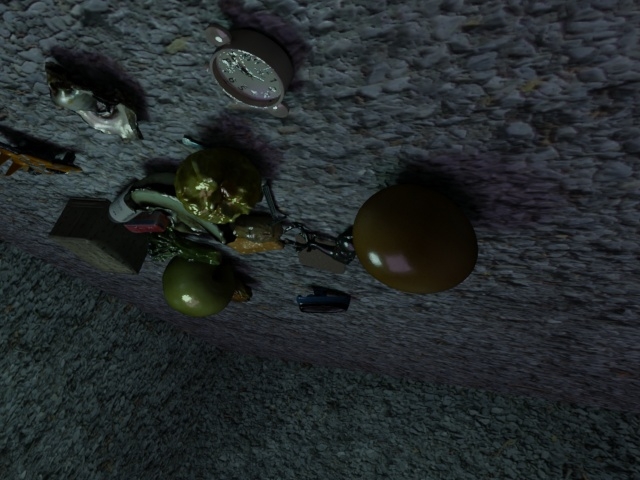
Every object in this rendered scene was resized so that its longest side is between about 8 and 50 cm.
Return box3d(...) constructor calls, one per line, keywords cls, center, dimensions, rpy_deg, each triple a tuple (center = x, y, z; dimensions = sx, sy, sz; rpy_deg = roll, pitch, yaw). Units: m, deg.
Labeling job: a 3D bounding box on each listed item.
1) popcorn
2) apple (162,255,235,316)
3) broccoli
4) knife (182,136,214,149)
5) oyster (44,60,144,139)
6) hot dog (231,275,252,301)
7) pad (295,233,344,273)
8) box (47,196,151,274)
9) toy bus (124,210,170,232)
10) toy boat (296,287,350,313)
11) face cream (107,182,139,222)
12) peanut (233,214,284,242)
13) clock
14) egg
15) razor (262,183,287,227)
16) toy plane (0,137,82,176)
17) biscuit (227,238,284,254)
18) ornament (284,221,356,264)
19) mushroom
box3d(cls="popcorn", center=(-0.253, -0.143, 1.266), dimensions=(0.235, 0.180, 0.217), rpy_deg=(10, 154, -15))
box3d(cls="apple", center=(-0.498, 0.171, 2.010), dimensions=(0.254, 0.291, 0.292), rpy_deg=(-22, 138, 26))
box3d(cls="broccoli", center=(-0.502, 0.036, 1.843), dimensions=(0.304, 0.145, 0.165), rpy_deg=(12, 151, 19))
box3d(cls="knife", center=(-0.315, -0.249, 1.292), dimensions=(0.096, 0.010, 0.027), rpy_deg=(19, 156, -8))
box3d(cls="oyster", center=(-0.532, -0.324, 1.192), dimensions=(0.214, 0.083, 0.223), rpy_deg=(19, 162, 4))
box3d(cls="hot dog", center=(-0.418, 0.206, 2.218), dimensions=(0.259, 0.114, 0.175), rpy_deg=(0, 146, 25))
box3d(cls="pad", center=(0.001, 0.051, 1.727), dimensions=(0.176, 0.002, 0.266), rpy_deg=(14, 156, 8))
box3d(cls="box", center=(-0.853, -0.012, 1.950), dimensions=(0.225, 0.190, 0.297), rpy_deg=(4, 153, 25))
box3d(cls="toy bus", center=(-0.639, -0.070, 1.812), dimensions=(0.192, 0.077, 0.065), rpy_deg=(-1, 147, 33))
box3d(cls="toy boat", center=(0.013, 0.244, 2.026), dimensions=(0.223, 0.097, 0.100), rpy_deg=(0, 152, -1))
box3d(cls="face cream", center=(-0.676, -0.118, 1.720), dimensions=(0.092, 0.092, 0.311), rpy_deg=(32, 153, -29))
box3d(cls="peanut", center=(-0.220, -0.042, 1.584), dimensions=(0.214, 0.099, 0.099), rpy_deg=(13, 156, 25))
box3d(cls="clock", center=(-0.131, -0.325, 0.944), dimensions=(0.156, 0.063, 0.229), rpy_deg=(1, 148, 39))
box3d(cls="egg", center=(0.228, 0.002, 1.165), dimensions=(0.323, 0.250, 0.250), rpy_deg=(22, 156, -23))
box3d(cls="razor", center=(-0.147, -0.109, 1.443), dimensions=(0.068, 0.037, 0.191), rpy_deg=(-26, 149, -7))
box3d(cls="toy plane", center=(-0.876, -0.256, 1.563), dimensions=(0.316, 0.103, 0.204), rpy_deg=(3, 155, 14))
box3d(cls="biscuit", center=(-0.257, 0.001, 1.761), dimensions=(0.250, 0.030, 0.160), rpy_deg=(-8, 146, 44))
box3d(cls="ornament", center=(0.000, 0.000, 1.525), dimensions=(0.236, 0.080, 0.202), rpy_deg=(19, 157, -1))
box3d(cls="mushroom", center=(-0.414, -0.107, 1.513), dimensions=(0.344, 0.130, 0.247), rpy_deg=(18, 154, 9))
